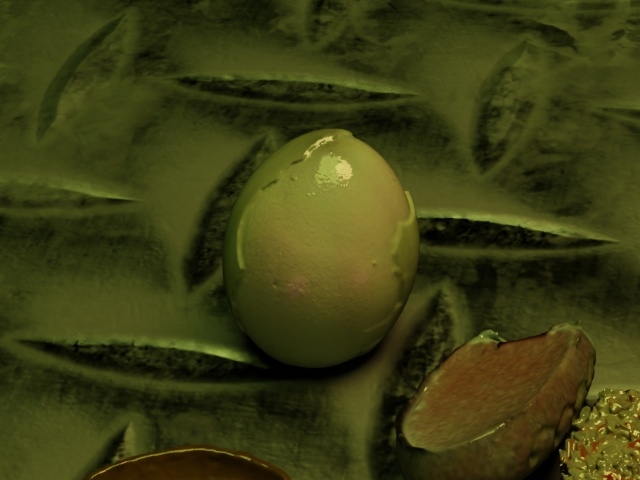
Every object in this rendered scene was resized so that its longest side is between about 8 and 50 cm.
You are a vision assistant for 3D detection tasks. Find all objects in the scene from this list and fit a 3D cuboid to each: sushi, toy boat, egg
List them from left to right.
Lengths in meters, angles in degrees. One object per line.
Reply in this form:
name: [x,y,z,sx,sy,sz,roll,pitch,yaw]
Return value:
egg: [0.000,0.000,1.815,0.183,0.217,0.183,-1,33,1]
toy boat: [0.152,0.156,1.694,0.155,0.085,0.227,-7,24,34]
sushi: [0.247,0.187,1.636,0.090,0.078,0.150,10,38,21]

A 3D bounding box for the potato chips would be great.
potato chips: [-0.116,0.236,1.634,0.201,0.049,0.150,-12,39,-14]
